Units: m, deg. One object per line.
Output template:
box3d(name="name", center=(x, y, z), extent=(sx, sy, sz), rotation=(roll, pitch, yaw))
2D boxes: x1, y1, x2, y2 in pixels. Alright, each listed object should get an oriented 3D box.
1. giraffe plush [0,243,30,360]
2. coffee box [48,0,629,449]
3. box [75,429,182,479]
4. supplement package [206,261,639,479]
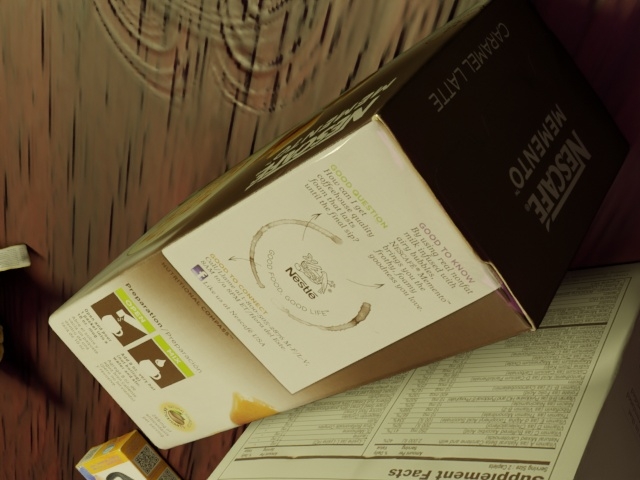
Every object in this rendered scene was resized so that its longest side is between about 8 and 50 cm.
box3d(name="giraffe plush", center=(-0.325, 0.075, 0.728), extent=(0.210, 0.181, 0.170), rotation=(-1, 143, -7))
box3d(name="coffee box", center=(0.000, 0.000, 0.439), extent=(0.246, 0.141, 0.098), rotation=(-27, 106, 44))
box3d(name="box", center=(-0.142, 0.228, 0.793), extent=(0.081, 0.028, 0.136), rotation=(-29, 103, 44))
box3d(name="supplement package", center=(0.068, 0.172, 0.440), extent=(0.198, 0.263, 0.199), rotation=(-10, 117, 38))
